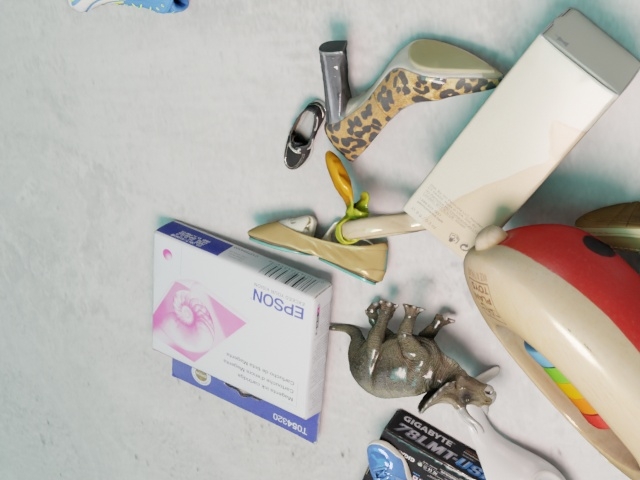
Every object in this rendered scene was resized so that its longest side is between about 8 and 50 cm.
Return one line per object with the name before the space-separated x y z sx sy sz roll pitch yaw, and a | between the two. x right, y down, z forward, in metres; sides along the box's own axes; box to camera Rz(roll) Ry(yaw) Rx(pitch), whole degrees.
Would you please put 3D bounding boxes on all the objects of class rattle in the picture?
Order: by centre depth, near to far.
rattle | 0.118 -0.064 1.519 0.200 0.130 0.142 -10 70 21

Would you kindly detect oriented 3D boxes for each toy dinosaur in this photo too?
toy dinosaur | 0.107 0.175 1.582 0.314 0.121 0.160 9 81 34

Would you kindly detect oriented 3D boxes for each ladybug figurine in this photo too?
ladybug figurine | 0.358 0.137 1.343 0.162 0.305 0.449 -43 108 -6

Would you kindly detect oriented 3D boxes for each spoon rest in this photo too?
spoon rest | 0.291 0.330 1.593 0.084 0.137 0.276 -35 79 54

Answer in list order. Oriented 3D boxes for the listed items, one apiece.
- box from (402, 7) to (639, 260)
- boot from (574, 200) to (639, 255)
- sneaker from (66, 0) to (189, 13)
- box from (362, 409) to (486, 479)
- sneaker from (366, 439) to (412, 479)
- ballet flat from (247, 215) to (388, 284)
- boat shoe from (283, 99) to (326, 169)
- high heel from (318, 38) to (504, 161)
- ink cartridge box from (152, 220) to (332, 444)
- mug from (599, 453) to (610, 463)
box | 0.254 -0.132 1.358 0.121 0.148 0.311 41 128 6
boot | 0.464 0.055 1.365 0.262 0.095 0.203 2 116 26
sneaker | -0.275 -0.374 1.577 0.240 0.091 0.126 -26 100 36
box | 0.198 0.465 1.732 0.296 0.073 0.293 27 125 15
sneaker | 0.105 0.393 1.653 0.058 0.084 0.152 -17 103 34
ballet flat | 0.000 0.000 1.628 0.232 0.080 0.073 19 94 18
boat shoe | -0.028 -0.153 1.576 0.046 0.038 0.125 39 126 8
high heel | 0.126 -0.179 1.459 0.261 0.093 0.186 9 131 21
ink cartridge box | -0.141 0.166 1.768 0.324 0.071 0.330 20 121 26
mug | 0.424 0.292 1.517 0.062 0.078 0.064 -8 120 8
